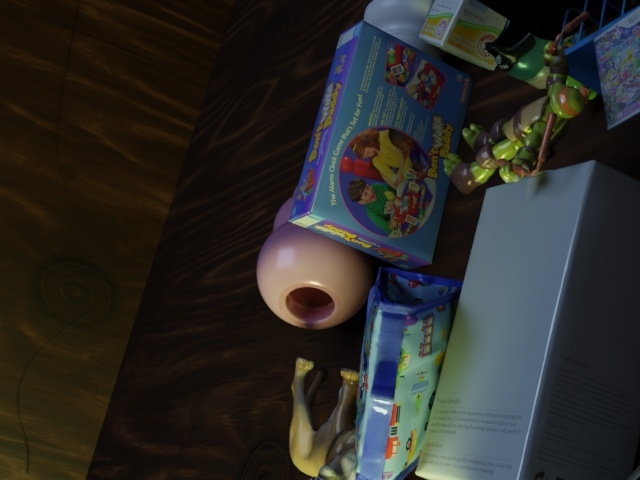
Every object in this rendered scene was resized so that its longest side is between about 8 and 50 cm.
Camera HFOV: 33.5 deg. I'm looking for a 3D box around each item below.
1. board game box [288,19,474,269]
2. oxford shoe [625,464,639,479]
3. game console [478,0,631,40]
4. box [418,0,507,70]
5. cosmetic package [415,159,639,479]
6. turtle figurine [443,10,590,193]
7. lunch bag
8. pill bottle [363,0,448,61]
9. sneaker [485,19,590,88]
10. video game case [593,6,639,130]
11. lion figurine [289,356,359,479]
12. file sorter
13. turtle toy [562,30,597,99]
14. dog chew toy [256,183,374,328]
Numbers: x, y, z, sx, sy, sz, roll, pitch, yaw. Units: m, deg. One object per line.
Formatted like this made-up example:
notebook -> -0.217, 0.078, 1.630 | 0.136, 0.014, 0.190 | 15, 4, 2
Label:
board game box -> 0.106, -0.155, 1.755 | 0.078, 0.233, 0.347 | -19, 52, 61
oxford shoe -> 0.296, 0.286, 1.017 | 0.123, 0.130, 0.348 | 53, 123, 36
game console -> 0.383, -0.365, 1.344 | 0.361, 0.213, 0.044 | -22, 64, 39
box -> 0.268, -0.401, 1.770 | 0.203, 0.114, 0.103 | -64, 24, 10
cosmetic package -> 0.267, 0.118, 1.246 | 0.217, 0.156, 0.385 | -10, 59, 64
turtle figurine -> 0.260, -0.148, 1.319 | 0.217, 0.087, 0.269 | -31, 32, 53
lunch bag -> 0.102, 0.167, 1.318 | 0.293, 0.138, 0.221 | -26, -54, -77
pill bottle -> 0.183, -0.456, 1.927 | 0.181, 0.181, 0.323 | -24, 48, 60
sneaker -> 0.350, -0.379, 1.555 | 0.302, 0.121, 0.108 | -64, 23, 9
video game case -> 0.361, -0.201, 1.251 | 0.087, 0.011, 0.122 | 145, 125, -59
lion figurine -> 0.025, 0.314, 1.619 | 0.392, 0.142, 0.240 | 164, 119, -78
file sorter -> 0.400, -0.271, 1.351 | 0.170, 0.118, 0.104 | -27, 43, 58
turtle toy -> 0.358, -0.237, 1.477 | 0.095, 0.066, 0.130 | -41, 34, 48
dog chew toy -> 0.000, 0.000, 1.916 | 0.206, 0.207, 0.332 | -49, 21, 38
